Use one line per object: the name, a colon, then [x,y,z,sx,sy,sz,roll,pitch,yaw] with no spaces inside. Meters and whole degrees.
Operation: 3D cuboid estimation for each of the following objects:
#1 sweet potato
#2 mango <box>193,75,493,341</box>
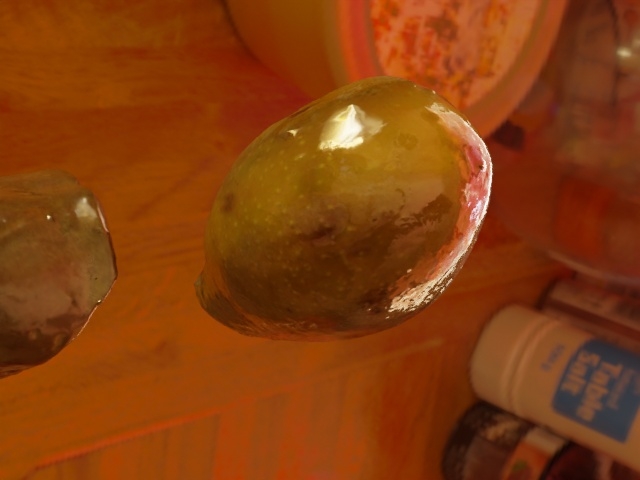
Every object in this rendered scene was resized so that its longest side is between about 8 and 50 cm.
sweet potato: [-0.317,0.052,0.796,0.369,0.158,0.158,-16,122,-14]
mango: [0.008,0.003,0.897,0.329,0.176,0.175,116,-2,-61]
